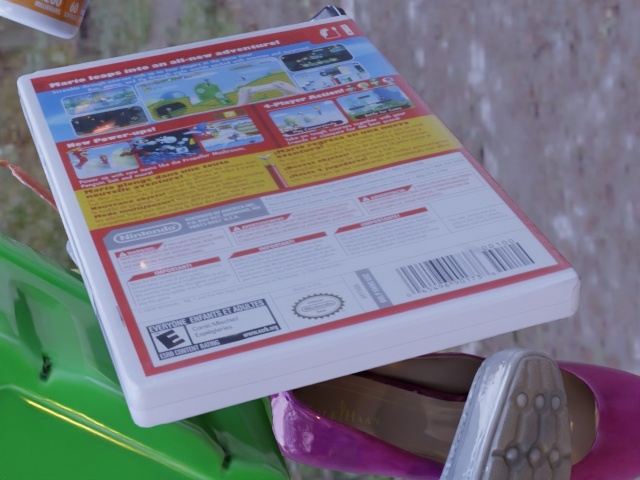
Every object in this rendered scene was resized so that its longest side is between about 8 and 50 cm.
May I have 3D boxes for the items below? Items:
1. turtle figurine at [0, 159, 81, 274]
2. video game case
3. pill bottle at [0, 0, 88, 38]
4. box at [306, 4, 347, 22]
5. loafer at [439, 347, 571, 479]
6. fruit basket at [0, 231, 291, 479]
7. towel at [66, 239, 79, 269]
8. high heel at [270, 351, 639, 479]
[{"bbox_3d":[-0.253,0.085,0.998,0.269,0.217,0.087,60,167,1],"label":"turtle figurine"},{"bbox_3d":[-0.028,-0.030,0.648,0.285,0.204,0.025,-122,24,-50],"label":"video game case"},{"bbox_3d":[-0.254,-0.309,1.212,0.121,0.121,0.216,-144,73,-71],"label":"pill bottle"},{"bbox_3d":[0.000,0.000,1.187,0.182,0.296,0.294,54,-173,34],"label":"box"},{"bbox_3d":[0.116,0.237,1.012,0.111,0.112,0.319,13,90,53],"label":"loafer"},{"bbox_3d":[-0.222,0.177,0.701,0.392,0.283,0.392,-47,24,29],"label":"fruit basket"},{"bbox_3d":[-0.089,0.049,1.486,0.312,0.324,0.056,52,144,1],"label":"towel"},{"bbox_3d":[0.138,0.145,1.044,0.181,0.377,0.127,102,164,-72],"label":"high heel"}]
